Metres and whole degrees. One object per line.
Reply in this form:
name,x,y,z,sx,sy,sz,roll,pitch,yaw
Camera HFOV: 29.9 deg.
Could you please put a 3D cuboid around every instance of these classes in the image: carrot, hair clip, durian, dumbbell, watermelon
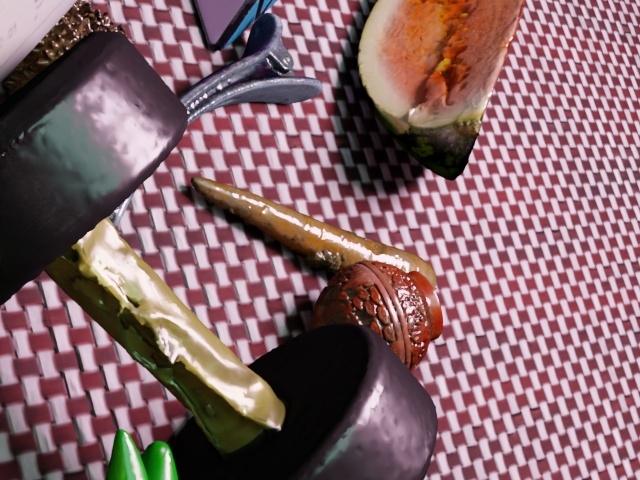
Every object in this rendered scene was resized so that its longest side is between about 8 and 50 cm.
carrot,0.000,0.000,0.978,0.254,0.049,0.049,25,54,-30
hair clip,-0.097,-0.092,0.926,0.275,0.048,0.083,-43,107,-44
durian,-0.171,-0.133,0.848,0.140,0.071,0.110,52,42,-6
dumbbell,-0.098,0.055,0.726,0.322,0.204,0.203,50,43,-17
watermelon,0.102,-0.181,1.116,0.128,0.159,0.303,21,53,-2

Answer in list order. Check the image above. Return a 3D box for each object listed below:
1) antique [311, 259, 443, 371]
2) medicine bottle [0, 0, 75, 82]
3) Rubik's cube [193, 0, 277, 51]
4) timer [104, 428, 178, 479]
antique,0.040,0.065,0.944,0.104,0.104,0.104,23,56,-37
medicine bottle,-0.244,-0.174,0.698,0.190,0.190,0.332,47,44,-19
Rubik's cube,-0.087,-0.249,1.014,0.191,0.211,0.178,20,74,-1
timer,-0.127,0.212,0.562,0.285,0.285,0.285,23,56,-37
